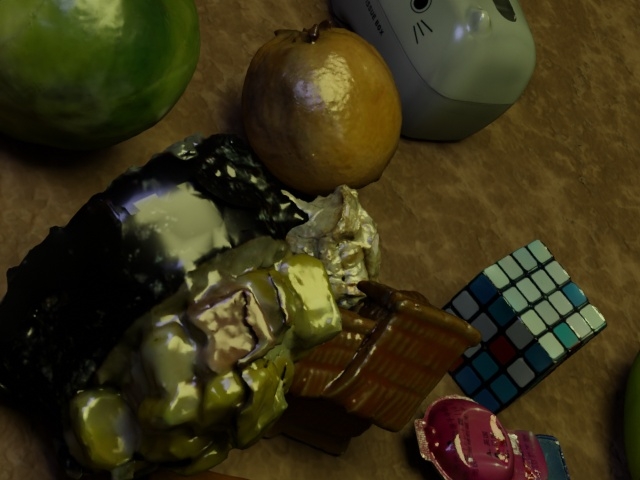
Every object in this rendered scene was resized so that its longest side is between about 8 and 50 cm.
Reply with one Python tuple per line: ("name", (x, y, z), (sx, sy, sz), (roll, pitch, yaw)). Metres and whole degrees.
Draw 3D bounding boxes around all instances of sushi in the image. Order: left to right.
("sushi", (-0.133, 0.087, 1.475), (0.285, 0.328, 0.329), (49, 24, 10))

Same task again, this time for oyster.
("oyster", (0.000, 0.000, 1.824), (0.191, 0.081, 0.163), (23, 67, 1))

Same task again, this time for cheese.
("cheese", (0.216, 0.266, 1.800), (0.244, 0.062, 0.155), (13, 50, -33))

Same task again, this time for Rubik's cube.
("Rubik's cube", (0.255, 0.116, 1.895), (0.154, 0.151, 0.155), (51, 41, 11))

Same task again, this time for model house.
("model house", (0.041, 0.123, 1.660), (0.199, 0.229, 0.219), (33, 40, -21))

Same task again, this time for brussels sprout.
("brussels sprout", (-0.309, -0.253, 1.687), (0.344, 0.268, 0.344), (22, 24, -10))

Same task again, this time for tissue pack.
("tissue pack", (0.178, -0.337, 2.157), (0.229, 0.236, 0.333), (2, 56, -39))

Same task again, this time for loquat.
("loquat", (0.001, -0.169, 1.902), (0.238, 0.193, 0.238), (1, 89, -39))

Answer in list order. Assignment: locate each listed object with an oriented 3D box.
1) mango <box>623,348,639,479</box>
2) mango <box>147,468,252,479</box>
("mango", (0.512, 0.250, 1.982), (0.192, 0.156, 0.343), (31, 39, -18))
("mango", (-0.110, 0.294, 1.498), (0.159, 0.084, 0.105), (17, 54, 6))
